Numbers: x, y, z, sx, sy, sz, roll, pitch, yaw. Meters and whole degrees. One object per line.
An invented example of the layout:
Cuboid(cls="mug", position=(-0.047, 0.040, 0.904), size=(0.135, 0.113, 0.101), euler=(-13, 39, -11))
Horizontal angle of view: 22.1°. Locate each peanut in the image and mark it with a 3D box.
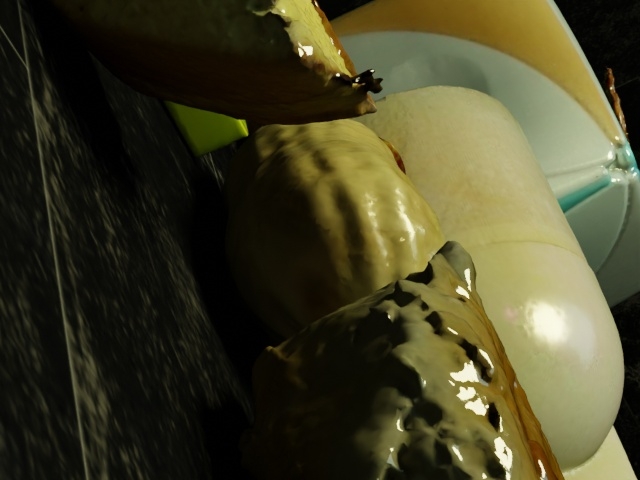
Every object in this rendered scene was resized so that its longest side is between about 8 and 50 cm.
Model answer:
Cuboid(cls="peanut", position=(0.000, 0.000, 1.039), size=(0.147, 0.148, 0.319), euler=(64, -2, -15))

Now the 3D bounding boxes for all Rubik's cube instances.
Cuboid(cls="Rubik's cube", position=(0.165, -0.075, 1.894), size=(0.351, 0.352, 0.347), euler=(63, 5, -61))

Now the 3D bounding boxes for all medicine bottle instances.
Cuboid(cls="medicine bottle", position=(0.138, 0.079, 1.466), size=(0.235, 0.236, 0.406), euler=(59, 10, -51))

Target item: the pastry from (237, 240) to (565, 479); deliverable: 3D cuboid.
Cuboid(cls="pastry", position=(0.063, 0.162, 0.778), size=(0.329, 0.136, 0.329), euler=(-23, 90, -82))

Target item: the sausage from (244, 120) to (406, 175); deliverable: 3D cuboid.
Cuboid(cls="sausage", position=(0.006, -0.068, 1.335), size=(0.082, 0.082, 0.371), euler=(63, -6, -17))

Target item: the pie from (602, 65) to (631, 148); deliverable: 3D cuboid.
Cuboid(cls="pie", position=(0.363, -0.112, 1.997), size=(0.088, 0.033, 0.191), euler=(-98, 172, -59))

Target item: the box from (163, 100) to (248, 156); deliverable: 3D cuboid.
Cuboid(cls="box", position=(-0.130, -0.215, 1.206), size=(0.335, 0.047, 0.187), euler=(-107, 171, -58))

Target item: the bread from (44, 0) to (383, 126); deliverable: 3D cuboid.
Cuboid(cls="bread", position=(-0.085, -0.155, 0.855), size=(0.260, 0.134, 0.129), euler=(61, 14, 11))
